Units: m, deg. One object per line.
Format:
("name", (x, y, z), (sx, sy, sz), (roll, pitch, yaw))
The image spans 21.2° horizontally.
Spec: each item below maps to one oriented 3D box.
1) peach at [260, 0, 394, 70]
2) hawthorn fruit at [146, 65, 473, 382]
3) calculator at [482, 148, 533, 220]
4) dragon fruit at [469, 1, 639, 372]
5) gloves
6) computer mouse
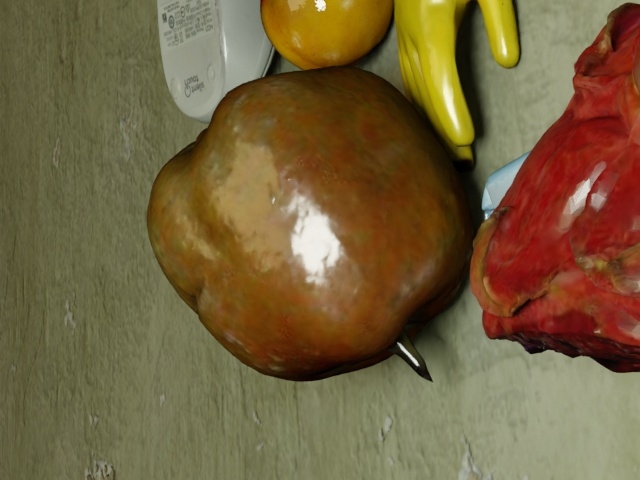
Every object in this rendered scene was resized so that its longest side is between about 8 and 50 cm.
("peach", (0.005, -0.229, 1.689), (0.138, 0.138, 0.138), (-21, 65, 58))
("hawthorn fruit", (0.010, 0.001, 1.492), (0.301, 0.267, 0.268), (49, 130, 22))
("calculator", (0.209, -0.030, 1.307), (0.210, 0.039, 0.121), (-32, 70, 37))
("dragon fruit", (0.197, -0.074, 1.140), (0.286, 0.228, 0.329), (7, 89, 42))
("gloves", (0.111, -0.207, 1.545), (0.133, 0.116, 0.294), (124, 142, -87))
("computer mouse", (-0.107, -0.281, 1.912), (0.184, 0.121, 0.297), (-17, 82, 57))
